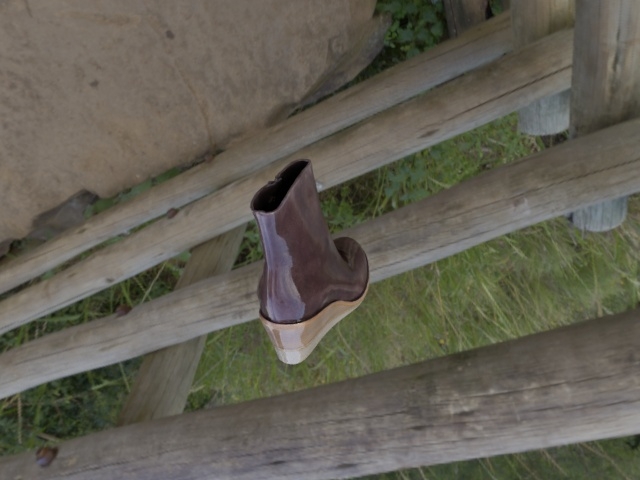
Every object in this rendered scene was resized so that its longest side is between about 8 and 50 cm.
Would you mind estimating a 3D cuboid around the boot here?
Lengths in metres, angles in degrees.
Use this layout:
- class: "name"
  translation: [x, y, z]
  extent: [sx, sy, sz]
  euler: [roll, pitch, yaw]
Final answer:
- class: "boot"
  translation: [0.000, 0.000, 0.589]
  extent: [0.090, 0.248, 0.207]
  euler: [7, 122, 20]
